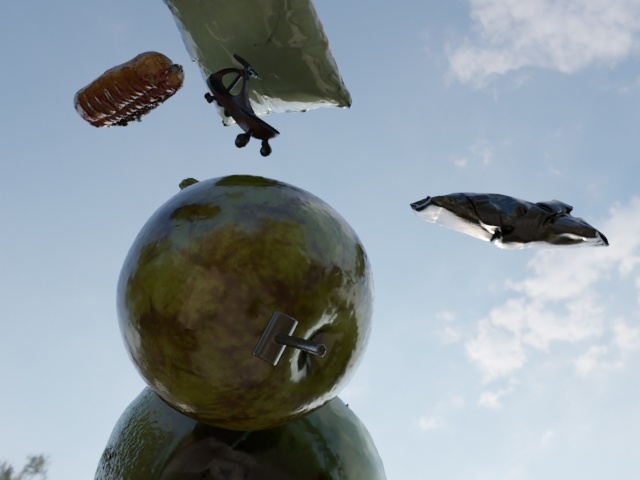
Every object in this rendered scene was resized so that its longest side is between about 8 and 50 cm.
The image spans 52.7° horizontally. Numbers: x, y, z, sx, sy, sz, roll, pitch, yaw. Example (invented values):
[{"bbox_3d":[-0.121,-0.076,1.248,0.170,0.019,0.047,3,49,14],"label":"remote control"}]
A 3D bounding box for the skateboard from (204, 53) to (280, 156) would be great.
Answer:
[{"bbox_3d":[-0.108,-0.194,0.906,0.080,0.151,0.067,-47,-25,19],"label":"skateboard"}]

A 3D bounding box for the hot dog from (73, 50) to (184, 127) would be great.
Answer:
[{"bbox_3d":[-0.185,-0.142,0.627,0.144,0.038,0.062,-13,-22,36],"label":"hot dog"}]

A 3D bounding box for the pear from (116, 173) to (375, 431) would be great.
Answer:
[{"bbox_3d":[-0.080,0.059,0.679,0.284,0.283,0.283,0,-58,0],"label":"pear"}]

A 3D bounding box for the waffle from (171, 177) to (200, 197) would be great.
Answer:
[{"bbox_3d":[-0.084,0.018,0.957,0.317,0.297,0.073,13,-63,-25],"label":"waffle"}]

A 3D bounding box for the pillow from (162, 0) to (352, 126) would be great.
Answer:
[{"bbox_3d":[-0.119,-0.347,1.116,0.310,0.119,0.312,0,-50,38],"label":"pillow"}]

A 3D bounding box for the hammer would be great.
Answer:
[{"bbox_3d":[-0.017,0.067,0.419,0.019,0.110,0.035,32,-103,-16],"label":"hammer"}]

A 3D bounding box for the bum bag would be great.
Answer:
[{"bbox_3d":[0.233,-0.023,0.811,0.248,0.102,0.069,8,-79,15],"label":"bum bag"}]

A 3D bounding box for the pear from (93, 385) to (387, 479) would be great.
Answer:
[{"bbox_3d":[-0.100,0.321,0.788,0.399,0.398,0.165,6,-18,-3],"label":"pear"}]
